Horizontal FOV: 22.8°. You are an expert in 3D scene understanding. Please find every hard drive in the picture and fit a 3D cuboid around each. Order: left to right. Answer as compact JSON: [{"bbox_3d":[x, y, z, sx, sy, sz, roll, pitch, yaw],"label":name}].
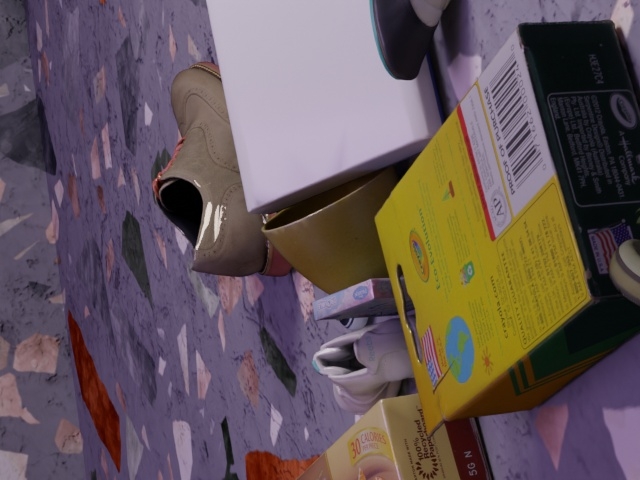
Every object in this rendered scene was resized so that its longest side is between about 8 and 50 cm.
[{"bbox_3d":[-0.010,-0.207,1.428,0.210,0.040,0.319,-21,74,36],"label":"hard drive"}]

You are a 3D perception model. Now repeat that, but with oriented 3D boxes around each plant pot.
[{"bbox_3d":[0.027,-0.001,1.439,0.095,0.134,0.134,62,163,-9],"label":"plant pot"}]

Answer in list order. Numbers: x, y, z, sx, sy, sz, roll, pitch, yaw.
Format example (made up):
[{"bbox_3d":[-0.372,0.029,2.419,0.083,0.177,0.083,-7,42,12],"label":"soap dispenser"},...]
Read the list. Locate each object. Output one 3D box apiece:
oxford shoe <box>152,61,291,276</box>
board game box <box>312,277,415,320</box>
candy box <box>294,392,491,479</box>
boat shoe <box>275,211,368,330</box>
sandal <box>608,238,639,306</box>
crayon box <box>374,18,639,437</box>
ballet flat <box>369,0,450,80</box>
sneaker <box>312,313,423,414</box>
[{"bbox_3d":[-0.135,-0.093,1.837,0.348,0.130,0.123,-117,29,-46],"label":"oxford shoe"},{"bbox_3d":[0.054,0.050,1.371,0.090,0.090,0.020,-23,73,52],"label":"board game box"},{"bbox_3d":[0.063,0.269,1.439,0.316,0.087,0.183,125,135,-62],"label":"candy box"},{"bbox_3d":[0.000,0.000,1.551,0.065,0.083,0.183,-171,76,-70],"label":"boat shoe"},{"bbox_3d":[0.263,0.027,0.817,0.086,0.120,0.303,-68,21,-5],"label":"sandal"},{"bbox_3d":[0.140,0.003,1.162,0.318,0.081,0.202,127,134,-62],"label":"crayon box"},{"bbox_3d":[0.073,-0.235,1.312,0.074,0.074,0.203,132,135,-64],"label":"ballet flat"},{"bbox_3d":[0.032,0.115,1.476,0.212,0.094,0.080,130,130,-64],"label":"sneaker"}]
